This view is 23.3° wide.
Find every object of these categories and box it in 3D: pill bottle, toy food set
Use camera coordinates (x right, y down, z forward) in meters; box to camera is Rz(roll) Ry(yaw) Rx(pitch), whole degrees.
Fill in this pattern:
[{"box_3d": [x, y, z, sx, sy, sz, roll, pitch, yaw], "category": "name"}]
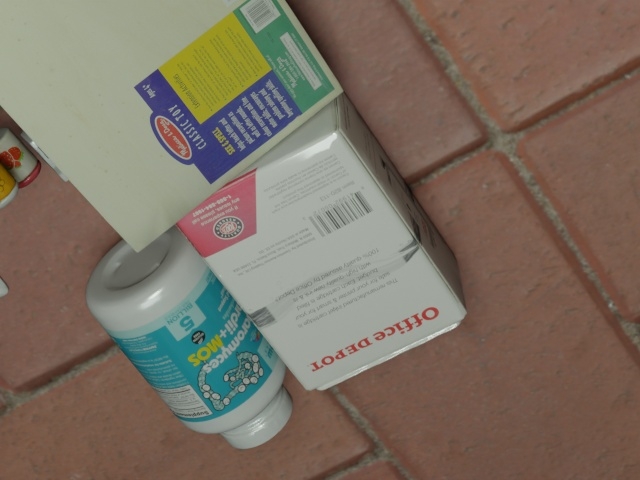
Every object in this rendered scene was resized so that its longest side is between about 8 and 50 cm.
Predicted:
[{"box_3d": [-0.133, 0.114, 1.722, 0.146, 0.146, 0.264, -25, 123, 15], "category": "pill bottle"}, {"box_3d": [-0.244, -0.104, 1.574, 0.232, 0.111, 0.104, -44, 120, -8], "category": "toy food set"}]

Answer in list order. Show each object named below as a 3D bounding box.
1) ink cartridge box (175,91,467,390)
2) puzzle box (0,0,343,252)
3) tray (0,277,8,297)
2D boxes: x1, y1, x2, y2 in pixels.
[{"box_3d": [0.000, 0.000, 1.663, 0.207, 0.117, 0.283, -27, 122, 16], "category": "ink cartridge box"}, {"box_3d": [-0.178, -0.195, 1.436, 0.272, 0.052, 0.409, -38, 134, -1], "category": "puzzle box"}, {"box_3d": [-0.478, -0.001, 1.699, 0.145, 0.030, 0.270, -24, 123, 16], "category": "tray"}]
